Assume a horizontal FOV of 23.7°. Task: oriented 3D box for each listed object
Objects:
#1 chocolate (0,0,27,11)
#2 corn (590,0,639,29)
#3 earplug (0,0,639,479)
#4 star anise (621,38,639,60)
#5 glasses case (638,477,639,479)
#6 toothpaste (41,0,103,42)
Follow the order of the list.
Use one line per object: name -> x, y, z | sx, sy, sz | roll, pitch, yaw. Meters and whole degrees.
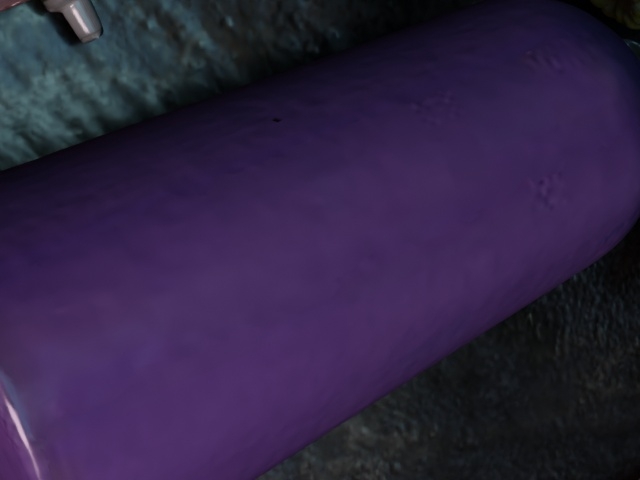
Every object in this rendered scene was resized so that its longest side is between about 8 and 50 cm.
chocolate -> -0.178, -0.173, 0.766 | 0.214, 0.148, 0.093 | -24, 87, -5
corn -> 0.276, -0.231, 1.005 | 0.244, 0.093, 0.093 | -37, 107, -11
earplug -> 0.000, 0.000, 0.855 | 0.456, 0.215, 0.215 | -26, 103, -24
star anise -> 0.260, -0.049, 1.028 | 0.197, 0.073, 0.212 | -13, 95, -26
glasses case -> 0.299, 0.179, 1.071 | 0.193, 0.049, 0.074 | -13, 99, -21
toothpaste -> -0.177, -0.202, 0.851 | 0.049, 0.031, 0.204 | -34, 104, -19
